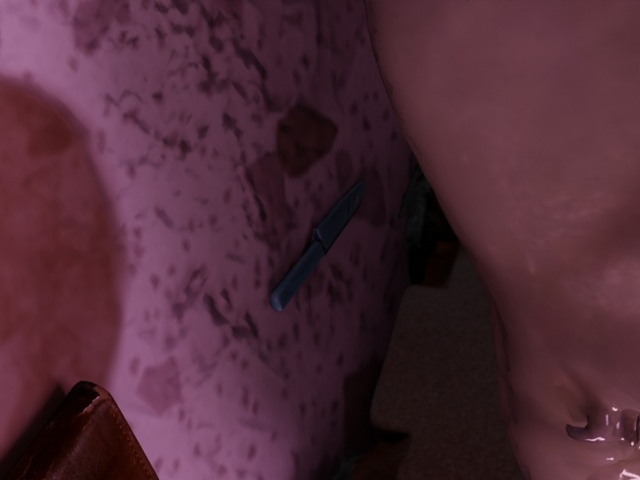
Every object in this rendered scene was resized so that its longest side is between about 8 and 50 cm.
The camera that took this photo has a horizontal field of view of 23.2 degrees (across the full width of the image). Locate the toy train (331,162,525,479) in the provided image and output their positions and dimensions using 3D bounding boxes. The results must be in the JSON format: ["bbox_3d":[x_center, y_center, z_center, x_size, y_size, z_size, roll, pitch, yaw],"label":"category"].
[{"bbox_3d":[0.091,0.088,0.717,0.159,0.129,0.326,55,45,-52],"label":"toy train"}]

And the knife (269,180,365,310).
[{"bbox_3d":[0.000,0.000,0.675,0.091,0.005,0.014,-52,135,-46],"label":"knife"}]

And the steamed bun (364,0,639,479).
[{"bbox_3d":[0.215,-0.040,0.555,0.342,0.255,0.368,-43,127,-40],"label":"steamed bun"}]

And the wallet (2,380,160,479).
[{"bbox_3d":[-0.102,0.135,0.492,0.176,0.026,0.095,-57,130,-43],"label":"wallet"}]
